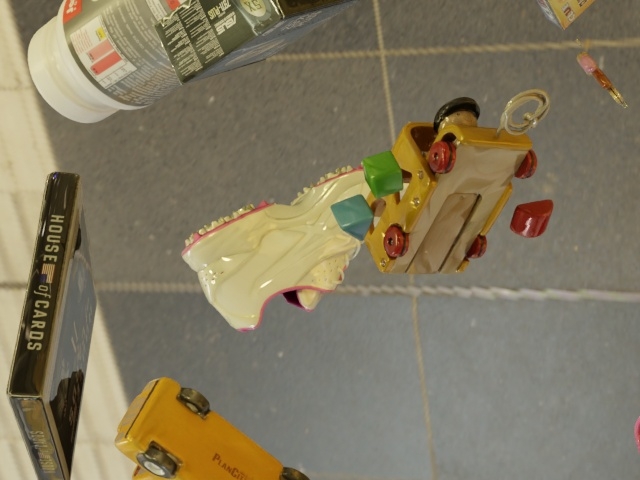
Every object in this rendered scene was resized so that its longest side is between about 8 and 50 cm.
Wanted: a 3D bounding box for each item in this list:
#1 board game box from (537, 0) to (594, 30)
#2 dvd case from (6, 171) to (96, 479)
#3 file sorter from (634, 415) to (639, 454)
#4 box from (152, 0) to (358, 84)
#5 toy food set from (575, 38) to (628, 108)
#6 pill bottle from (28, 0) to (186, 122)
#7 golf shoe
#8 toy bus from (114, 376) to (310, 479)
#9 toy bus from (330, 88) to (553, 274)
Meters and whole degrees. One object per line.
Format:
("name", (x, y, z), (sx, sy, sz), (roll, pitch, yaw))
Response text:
("board game box", (0.351, -0.429, 1.730), (0.165, 0.042, 0.243), (-43, 141, 2))
("dvd case", (-0.207, 0.081, 0.975), (0.030, 0.179, 0.238), (5, 153, -3))
("file sorter", (0.552, 0.248, 1.464), (0.202, 0.291, 0.182), (-36, 65, 54))
("box", (-0.066, -0.251, 1.339), (0.180, 0.147, 0.077), (-25, 91, 43))
("toy food set", (0.407, -0.240, 1.808), (0.019, 0.078, 0.122), (-38, 86, 14))
("pill bottle", (-0.260, -0.319, 1.829), (0.363, 0.210, 0.210), (-24, 114, 37))
("golf shoe", (0.000, 0.000, 1.402), (0.306, 0.115, 0.140), (-24, 88, -14))
("toy bus", (-0.123, 0.318, 1.594), (0.333, 0.108, 0.130), (41, 146, -19))
("toy bus", (0.109, -0.062, 1.096), (0.202, 0.104, 0.191), (-29, 141, 4))
